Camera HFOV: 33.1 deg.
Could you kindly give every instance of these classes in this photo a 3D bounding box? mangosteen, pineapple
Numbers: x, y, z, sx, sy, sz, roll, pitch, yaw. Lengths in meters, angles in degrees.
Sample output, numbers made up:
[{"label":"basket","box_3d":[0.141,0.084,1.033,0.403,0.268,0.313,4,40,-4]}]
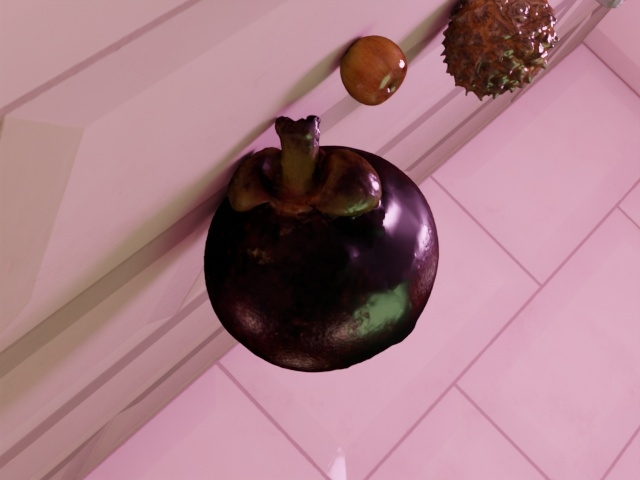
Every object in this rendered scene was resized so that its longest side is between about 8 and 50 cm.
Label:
[{"label":"mangosteen","box_3d":[0.006,0.013,1.320,0.297,0.297,0.293,-41,175,-32]},{"label":"pineapple","box_3d":[0.247,-0.278,1.547,0.166,0.166,0.193,-42,175,-25]}]

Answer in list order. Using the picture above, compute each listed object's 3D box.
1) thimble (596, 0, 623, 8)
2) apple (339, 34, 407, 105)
[{"label":"thimble","box_3d":[0.492,-0.488,1.794,0.185,0.149,0.211,-46,175,-5]},{"label":"apple","box_3d":[0.059,-0.197,1.243,0.084,0.071,0.084,-45,167,-14]}]
